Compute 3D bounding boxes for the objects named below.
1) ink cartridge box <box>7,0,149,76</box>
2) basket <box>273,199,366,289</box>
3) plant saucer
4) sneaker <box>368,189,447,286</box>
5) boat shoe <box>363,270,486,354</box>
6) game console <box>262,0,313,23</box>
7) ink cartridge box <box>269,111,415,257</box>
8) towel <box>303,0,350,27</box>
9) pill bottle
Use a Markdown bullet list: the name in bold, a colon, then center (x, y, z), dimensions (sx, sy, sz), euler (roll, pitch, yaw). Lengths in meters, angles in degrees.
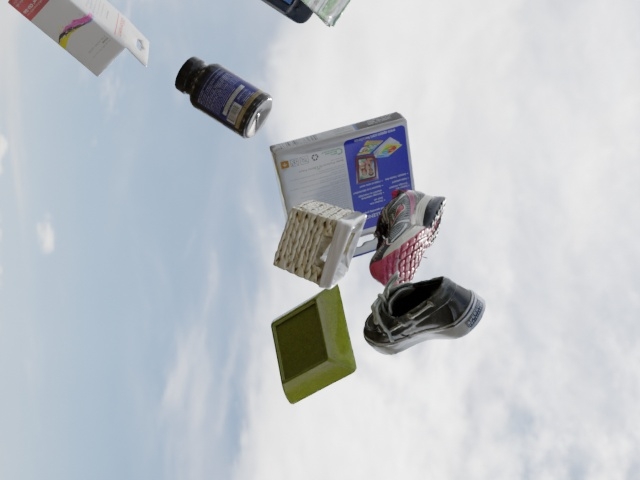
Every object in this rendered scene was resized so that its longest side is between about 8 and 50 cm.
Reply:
- **ink cartridge box**: center (-0.342, -0.314, 1.391), dimensions (0.067, 0.198, 0.115), euler (-41, -153, 18)
- **basket**: center (0.000, 0.000, 1.549), dimensions (0.167, 0.103, 0.113), euler (-35, 145, -77)
- **plant saucer**: center (-0.028, 0.199, 1.883), dimensions (0.188, 0.045, 0.188), euler (-33, -124, 35)
- **sneaker**: center (0.148, -0.004, 1.833), dimensions (0.299, 0.112, 0.121), euler (-50, 154, -57)
- **boat shoe**: center (0.140, 0.116, 1.594), dimensions (0.113, 0.105, 0.306), euler (-59, -162, -19)
- **game console**: center (-0.019, -0.511, 1.660), dimensions (0.173, 0.293, 0.250), euler (40, -78, 41)
- **ink cartridge box**: center (0.062, -0.107, 2.171), dimensions (0.072, 0.303, 0.307), euler (-121, -162, -55)
- **towel**: center (0.017, -0.454, 1.721), dimensions (0.023, 0.152, 0.113), euler (37, -84, 24)
- **pill bottle**: center (-0.233, -0.346, 2.303), dimensions (0.219, 0.123, 0.123), euler (33, -46, 11)
